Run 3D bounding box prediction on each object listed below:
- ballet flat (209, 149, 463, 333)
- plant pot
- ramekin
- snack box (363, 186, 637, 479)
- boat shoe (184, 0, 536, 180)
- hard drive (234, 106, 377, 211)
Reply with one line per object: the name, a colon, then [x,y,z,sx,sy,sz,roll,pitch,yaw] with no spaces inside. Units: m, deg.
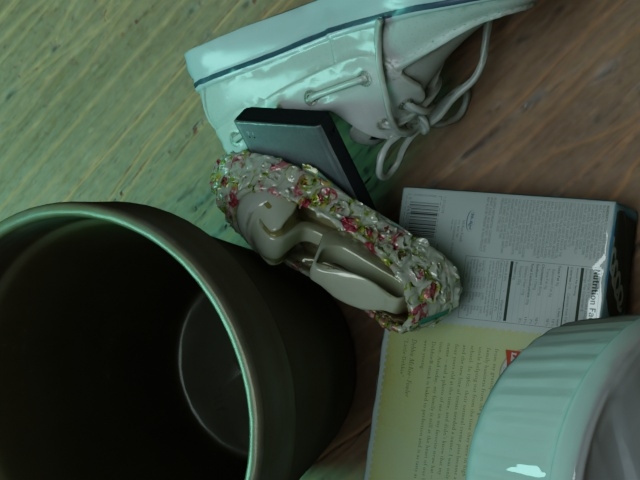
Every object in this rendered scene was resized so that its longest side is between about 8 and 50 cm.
ballet flat: [0.000,0.000,1.434,0.241,0.077,0.091,26,128,20]
plant pot: [-0.119,0.120,1.496,0.323,0.280,0.323,3,96,28]
ramekin: [0.220,0.176,1.304,0.127,0.273,0.272,3,96,46]
snack box: [0.139,0.123,1.444,0.187,0.060,0.321,5,84,29]
boat shoe: [0.048,-0.129,1.464,0.367,0.136,0.156,-15,94,36]
hard drive: [-0.005,-0.049,1.478,0.094,0.022,0.135,6,136,41]
